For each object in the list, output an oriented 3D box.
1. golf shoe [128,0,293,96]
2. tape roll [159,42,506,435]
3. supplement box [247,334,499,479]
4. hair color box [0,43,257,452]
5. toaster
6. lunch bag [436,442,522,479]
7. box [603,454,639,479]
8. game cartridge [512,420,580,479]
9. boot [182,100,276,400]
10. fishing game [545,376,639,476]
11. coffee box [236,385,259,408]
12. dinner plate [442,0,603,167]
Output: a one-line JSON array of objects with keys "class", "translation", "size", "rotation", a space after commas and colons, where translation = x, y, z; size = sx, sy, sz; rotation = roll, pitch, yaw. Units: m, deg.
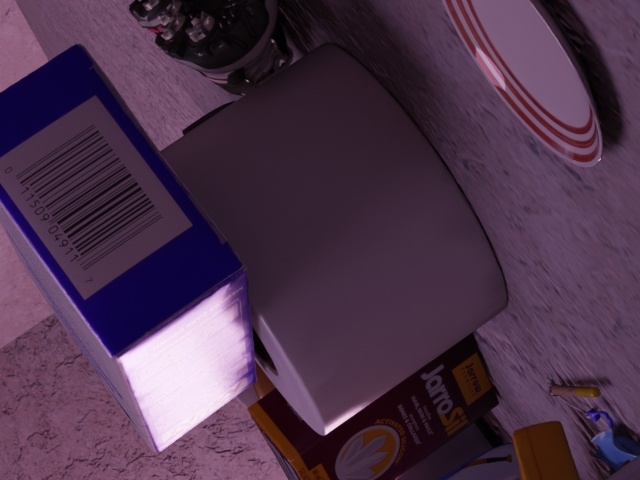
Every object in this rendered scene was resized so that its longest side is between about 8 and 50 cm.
[{"class": "golf shoe", "translation": [-0.062, -0.163, 1.380], "size": [0.120, 0.105, 0.273], "rotation": [42, -178, -18]}, {"class": "tape roll", "translation": [0.000, 0.000, 1.339], "size": [0.246, 0.169, 0.246], "rotation": [53, 171, 12]}, {"class": "supplement box", "translation": [0.047, 0.142, 1.541], "size": [0.081, 0.188, 0.104], "rotation": [46, 167, 46]}, {"class": "hair color box", "translation": [-0.137, 0.019, 1.245], "size": [0.185, 0.110, 0.339], "rotation": [53, 168, 12]}, {"class": "toaster", "translation": [0.105, 0.197, 1.703], "size": [0.186, 0.110, 0.168], "rotation": [54, 171, 13]}, {"class": "lunch bag", "translation": [0.131, 0.323, 1.579], "size": [0.115, 0.243, 0.303], "rotation": [50, 169, 37]}, {"class": "box", "translation": [0.186, 0.231, 0.861], "size": [0.231, 0.262, 0.127], "rotation": [53, 171, 22]}, {"class": "game cartridge", "translation": [0.210, 0.337, 1.349], "size": [0.324, 0.052, 0.285], "rotation": [70, -174, -48]}, {"class": "boot", "translation": [-0.105, 0.044, 1.759], "size": [0.280, 0.264, 0.096], "rotation": [59, -177, 21]}, {"class": "fishing game", "translation": [0.240, 0.212, 1.247], "size": [0.264, 0.041, 0.189], "rotation": [56, 174, -4]}, {"class": "coffee box", "translation": [-0.067, 0.059, 1.898], "size": [0.119, 0.168, 0.297], "rotation": [48, 177, -33]}, {"class": "dinner plate", "translation": [0.102, -0.098, 0.907], "size": [0.141, 0.017, 0.141], "rotation": [55, 172, 12]}]
